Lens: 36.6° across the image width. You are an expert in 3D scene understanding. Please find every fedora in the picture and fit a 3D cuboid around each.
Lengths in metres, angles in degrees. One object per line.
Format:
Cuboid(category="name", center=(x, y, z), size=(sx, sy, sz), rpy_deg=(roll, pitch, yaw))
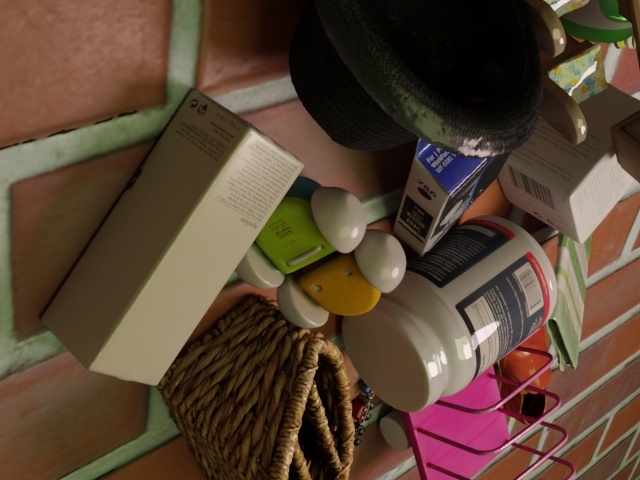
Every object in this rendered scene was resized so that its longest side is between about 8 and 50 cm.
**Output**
Cuboid(category="fedora", center=(0.072, -0.195, 0.953), size=(0.334, 0.334, 0.152), rpy_deg=(-8, 162, -48))

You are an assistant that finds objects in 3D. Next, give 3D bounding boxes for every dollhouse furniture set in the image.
Cuboid(category="dollhouse furniture set", center=(0.448, -0.204, 1.122), size=(0.362, 0.256, 0.394), rpy_deg=(-29, 131, -2))

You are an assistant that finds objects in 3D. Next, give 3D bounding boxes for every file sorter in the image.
Cuboid(category="file sorter", center=(0.267, 0.272, 1.534), size=(0.202, 0.182, 0.290), rpy_deg=(-29, 112, -33))

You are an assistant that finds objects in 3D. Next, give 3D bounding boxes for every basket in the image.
Cuboid(category="basket", center=(-0.029, 0.239, 1.195), size=(0.213, 0.223, 0.299), rpy_deg=(-40, 144, -21))

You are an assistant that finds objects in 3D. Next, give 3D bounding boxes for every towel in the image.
Cuboid(category="towel", center=(0.405, 0.025, 1.576), size=(0.248, 0.038, 0.324), rpy_deg=(54, 44, -56))

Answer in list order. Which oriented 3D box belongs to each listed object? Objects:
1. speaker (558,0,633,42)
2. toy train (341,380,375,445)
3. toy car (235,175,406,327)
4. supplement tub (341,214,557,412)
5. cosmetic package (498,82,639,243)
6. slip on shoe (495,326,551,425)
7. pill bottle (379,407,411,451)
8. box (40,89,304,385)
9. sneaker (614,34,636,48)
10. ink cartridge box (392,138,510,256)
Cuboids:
Cuboid(category="speaker", center=(0.374, -0.403, 1.202), size=(0.131, 0.131, 0.296), rpy_deg=(-29, 140, -34))
Cuboid(category="toy train", center=(0.064, 0.263, 1.517), size=(0.036, 0.027, 0.158), rpy_deg=(-5, 125, -37))
Cuboid(category="toy car", center=(0.000, 0.000, 1.096), size=(0.159, 0.136, 0.182), rpy_deg=(-27, 127, 27))
Cuboid(category="supplement tub", center=(0.183, 0.100, 1.363), size=(0.272, 0.191, 0.191), rpy_deg=(-31, 141, -31))
Cuboid(category="cosmetic package", center=(0.374, -0.128, 1.430), size=(0.183, 0.151, 0.151), rpy_deg=(-48, 147, -8))
Cuboid(category="slip on shoe", center=(0.395, 0.237, 1.842), size=(0.123, 0.101, 0.331), rpy_deg=(-34, 141, -25))
Cuboid(category="pill bottle", center=(0.169, 0.291, 1.626), size=(0.137, 0.078, 0.078), rpy_deg=(-30, 140, -33))
Cuboid(category="box", center=(-0.143, 0.001, 0.949), size=(0.275, 0.094, 0.113), rpy_deg=(-55, 147, 2))
Cuboid(category="sneaker", center=(0.584, -0.383, 1.487), size=(0.300, 0.121, 0.111), rpy_deg=(-46, 147, -12))
Cuboid(category="ink cartridge box", center=(0.174, -0.096, 1.182), size=(0.165, 0.065, 0.332), rpy_deg=(-45, 168, -11))
